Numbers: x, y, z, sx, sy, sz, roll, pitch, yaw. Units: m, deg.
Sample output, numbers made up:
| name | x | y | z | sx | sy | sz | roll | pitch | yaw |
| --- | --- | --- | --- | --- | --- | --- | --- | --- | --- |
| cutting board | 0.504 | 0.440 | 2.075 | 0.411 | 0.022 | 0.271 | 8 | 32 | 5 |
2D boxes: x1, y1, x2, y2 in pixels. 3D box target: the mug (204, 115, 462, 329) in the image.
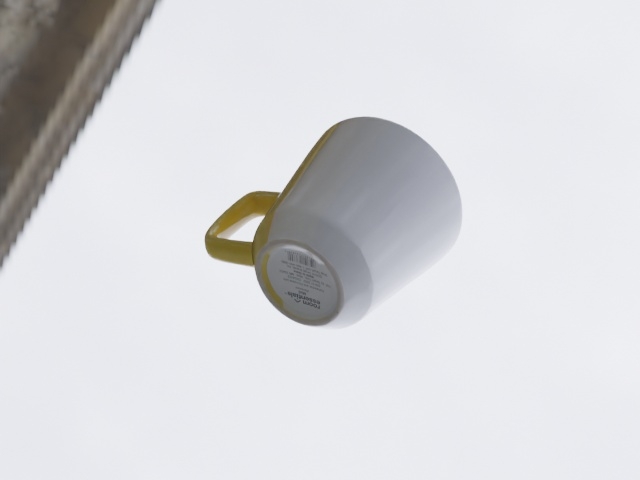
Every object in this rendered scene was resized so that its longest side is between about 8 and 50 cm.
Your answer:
| name | x | y | z | sx | sy | sz | roll | pitch | yaw |
| --- | --- | --- | --- | --- | --- | --- | --- | --- | --- |
| mug | 0.004 | 0.002 | 0.621 | 0.062 | 0.064 | 0.078 | 50 | -46 | -7 |
